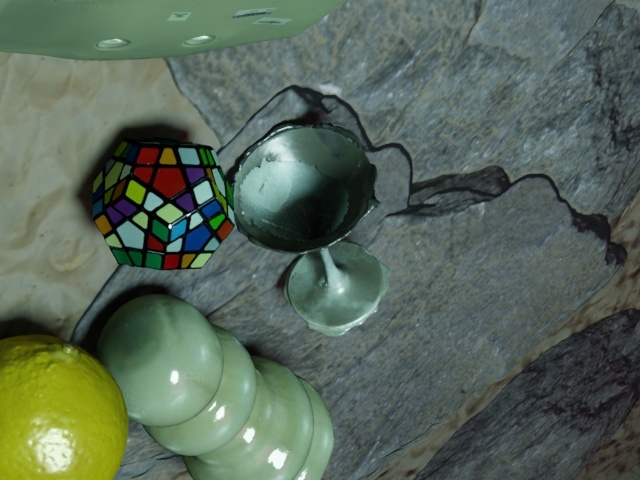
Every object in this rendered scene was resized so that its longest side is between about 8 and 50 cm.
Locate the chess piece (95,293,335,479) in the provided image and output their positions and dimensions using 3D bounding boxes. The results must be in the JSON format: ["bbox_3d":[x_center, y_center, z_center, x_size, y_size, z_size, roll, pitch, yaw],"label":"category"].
[{"bbox_3d":[-0.124,0.171,1.238,0.182,0.182,0.330,-44,143,-3],"label":"chess piece"}]

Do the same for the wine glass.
[{"bbox_3d":[0.000,0.000,1.208,0.156,0.156,0.232,-39,151,-11],"label":"wine glass"}]

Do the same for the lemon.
[{"bbox_3d":[-0.265,0.175,1.058,0.178,0.178,0.203,-1,126,-50],"label":"lemon"}]

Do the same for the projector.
[{"bbox_3d":[-0.114,-0.193,0.821,0.269,0.088,0.193,-8,175,-27],"label":"projector"}]

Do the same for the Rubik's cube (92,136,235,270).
[{"bbox_3d":[-0.140,-0.033,1.025,0.133,0.112,0.133,-32,147,-24],"label":"Rubik's cube"}]
